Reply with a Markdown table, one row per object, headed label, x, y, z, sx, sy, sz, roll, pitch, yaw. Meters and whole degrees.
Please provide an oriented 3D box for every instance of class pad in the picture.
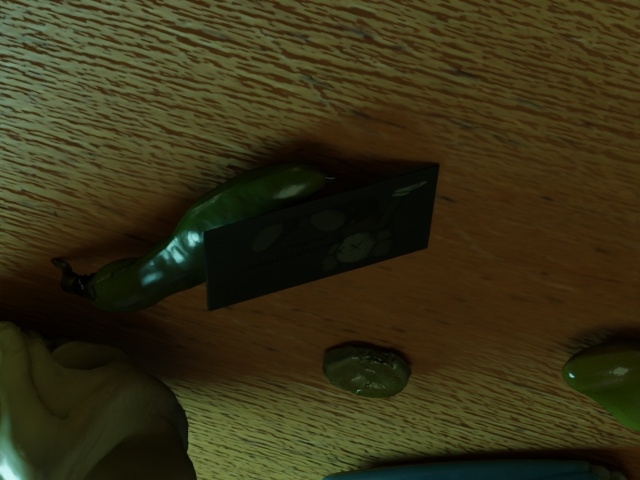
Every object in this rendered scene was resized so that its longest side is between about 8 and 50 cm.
| label | x | y | z | sx | sy | sz | roll | pitch | yaw |
| --- | --- | --- | --- | --- | --- | --- | --- | --- | --- |
| pad | 0.000 | 0.000 | 1.377 | 0.190 | 0.004 | 0.127 | -15 | 151 | -10 |

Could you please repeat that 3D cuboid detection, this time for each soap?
| label | x | y | z | sx | sy | sz | roll | pitch | yaw |
| --- | --- | --- | --- | --- | --- | --- | --- | --- | --- |
| soap | 0.279 | 0.128 | 1.568 | 0.089 | 0.045 | 0.140 | -23 | 137 | 36 |

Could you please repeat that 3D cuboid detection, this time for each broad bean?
| label | x | y | z | sx | sy | sz | roll | pitch | yaw |
| --- | --- | --- | --- | --- | --- | --- | --- | --- | --- |
| broad bean | -0.106 | 0.006 | 1.421 | 0.325 | 0.067 | 0.075 | -26 | 116 | 38 |

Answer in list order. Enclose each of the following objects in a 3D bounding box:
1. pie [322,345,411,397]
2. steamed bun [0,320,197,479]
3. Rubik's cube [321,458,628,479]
| label | x | y | z | sx | sy | sz | roll | pitch | yaw |
| --- | --- | --- | --- | --- | --- | --- | --- | --- | --- |
| pie | 0.042 | 0.121 | 1.629 | 0.084 | 0.020 | 0.084 | 6 | 148 | 4 |
| steamed bun | -0.263 | 0.204 | 1.628 | 0.352 | 0.247 | 0.339 | 11 | 136 | 28 |
| Rubik's cube | 0.171 | 0.445 | 1.822 | 0.352 | 0.351 | 0.347 | -6 | 147 | 17 |
